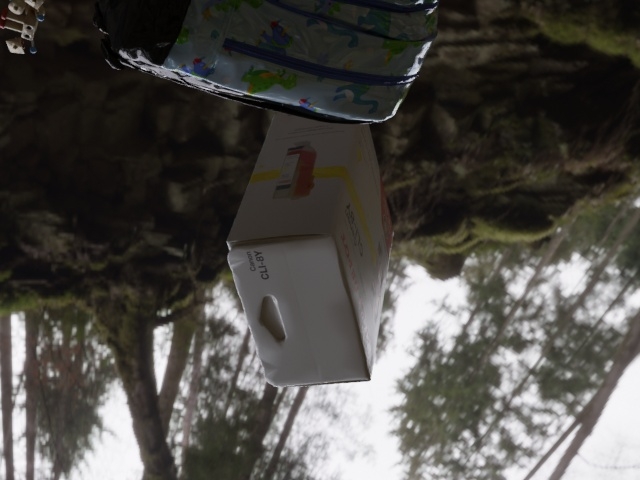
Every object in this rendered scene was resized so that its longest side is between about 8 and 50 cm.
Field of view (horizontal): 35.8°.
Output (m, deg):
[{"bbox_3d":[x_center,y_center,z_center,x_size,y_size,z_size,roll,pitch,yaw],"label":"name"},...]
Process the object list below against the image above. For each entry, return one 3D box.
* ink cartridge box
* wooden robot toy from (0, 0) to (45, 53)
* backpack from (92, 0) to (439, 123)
[{"bbox_3d":[0.000,0.000,1.535,0.160,0.279,0.385,-6,-146,14],"label":"ink cartridge box"},{"bbox_3d":[-0.542,-0.423,1.831,0.076,0.173,0.079,22,-127,-12],"label":"wooden robot toy"},{"bbox_3d":[-0.041,-0.258,1.111,0.355,0.273,0.290,27,-163,-25],"label":"backpack"}]
